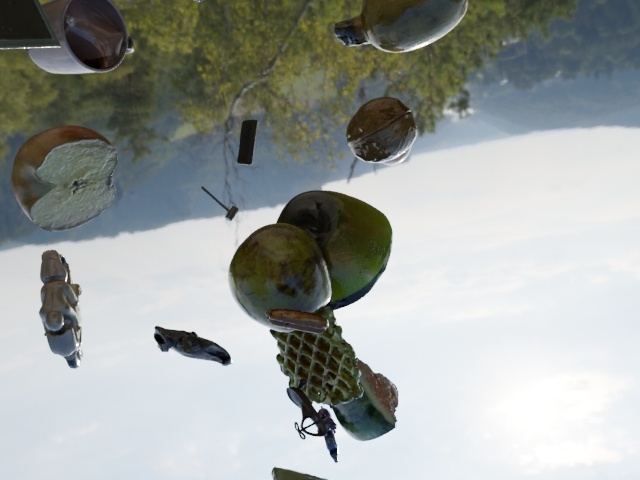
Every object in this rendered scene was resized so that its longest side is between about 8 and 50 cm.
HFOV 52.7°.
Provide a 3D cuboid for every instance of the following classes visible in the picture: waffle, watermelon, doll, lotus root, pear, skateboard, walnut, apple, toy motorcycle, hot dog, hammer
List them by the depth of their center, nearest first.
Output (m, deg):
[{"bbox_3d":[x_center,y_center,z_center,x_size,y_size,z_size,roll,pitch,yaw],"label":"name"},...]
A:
[{"bbox_3d":[0.175,-0.507,1.431,0.310,0.182,0.183,-22,-176,19],"label":"lotus root"},{"bbox_3d":[-0.052,0.177,1.445,0.144,0.038,0.062,12,149,-12],"label":"hot dog"},{"bbox_3d":[-0.242,-0.092,1.529,0.019,0.110,0.035,2,-125,54],"label":"hammer"},{"bbox_3d":[-0.040,0.426,1.601,0.080,0.151,0.067,-21,148,-28],"label":"skateboard"},{"bbox_3d":[-0.098,0.094,1.657,0.284,0.283,0.283,-11,-172,1],"label":"pear"},{"bbox_3d":[-0.680,-0.187,1.700,0.163,0.293,0.251,42,-146,23],"label":"apple"},{"bbox_3d":[0.162,-0.293,1.717,0.167,0.167,0.207,-17,176,-37],"label":"walnut"},{"bbox_3d":[-0.010,0.324,1.793,0.317,0.297,0.073,-24,-179,45],"label":"waffle"},{"bbox_3d":[-0.734,0.196,1.828,0.108,0.340,0.223,-10,173,-8],"label":"toy motorcycle"},{"bbox_3d":[0.001,-0.005,1.905,0.399,0.399,0.165,-7,148,27],"label":"pear"},{"bbox_3d":[0.135,0.469,2.001,0.201,0.261,0.213,-19,165,-45],"label":"watermelon"},{"bbox_3d":[0.024,0.600,2.017,0.067,0.110,0.206,-17,-142,-2],"label":"doll"}]

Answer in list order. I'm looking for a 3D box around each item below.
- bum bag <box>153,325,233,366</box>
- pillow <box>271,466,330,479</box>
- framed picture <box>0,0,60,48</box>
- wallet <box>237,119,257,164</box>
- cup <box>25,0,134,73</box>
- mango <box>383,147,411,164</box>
[{"bbox_3d":[-0.359,0.289,1.785,0.248,0.102,0.069,8,-145,16],"label":"bum bag"},{"bbox_3d":[0.013,0.680,1.613,0.310,0.119,0.312,20,-176,-5],"label":"pillow"},{"bbox_3d":[-0.578,-0.428,1.107,0.016,0.216,0.273,-20,-169,18],"label":"framed picture"},{"bbox_3d":[-0.250,-0.335,2.205,0.018,0.156,0.082,6,-178,-43],"label":"wallet"},{"bbox_3d":[-0.609,-0.517,1.654,0.200,0.191,0.253,4,-173,35],"label":"cup"},{"bbox_3d":[0.229,-0.312,1.978,0.102,0.141,0.217,8,160,-2],"label":"mango"}]
